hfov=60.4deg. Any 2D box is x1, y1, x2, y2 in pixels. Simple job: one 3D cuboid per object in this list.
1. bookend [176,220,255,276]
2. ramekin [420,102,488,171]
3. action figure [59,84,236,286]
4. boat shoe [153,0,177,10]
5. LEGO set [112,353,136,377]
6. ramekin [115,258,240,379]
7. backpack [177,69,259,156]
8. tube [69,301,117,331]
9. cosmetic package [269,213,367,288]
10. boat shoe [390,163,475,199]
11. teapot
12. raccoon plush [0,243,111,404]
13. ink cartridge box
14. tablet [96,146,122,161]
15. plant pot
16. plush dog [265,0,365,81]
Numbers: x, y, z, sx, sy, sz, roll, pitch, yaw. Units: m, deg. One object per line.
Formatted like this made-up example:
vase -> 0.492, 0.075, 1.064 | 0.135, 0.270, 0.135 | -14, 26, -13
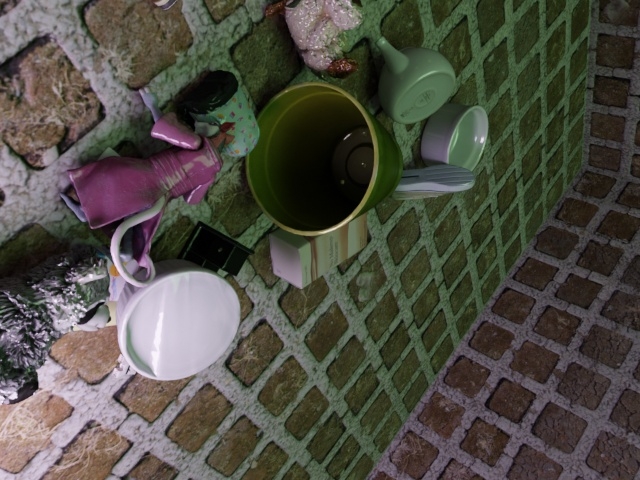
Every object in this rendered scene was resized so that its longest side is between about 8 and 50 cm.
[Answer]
bookend -> -0.269, 0.055, 1.352 | 0.157, 0.156, 0.072 | -60, 143, -4
ramekin -> 0.493, -0.375, 2.041 | 0.277, 0.135, 0.277 | -29, 131, -39
action figure -> -0.314, -0.135, 1.102 | 0.370, 0.276, 0.248 | -36, 134, -13
boat shoe -> -0.245, -0.537, 1.102 | 0.223, 0.080, 0.073 | -59, 138, -15
LEGO set -> -0.411, 0.247, 1.350 | 0.093, 0.087, 0.227 | 17, 98, -53
ramekin -> -0.328, 0.165, 1.231 | 0.273, 0.127, 0.272 | -17, 120, -31
backpack -> -0.220, -0.275, 1.256 | 0.152, 0.115, 0.181 | -48, 143, -24
tube -> -0.501, 0.163, 1.220 | 0.240, 0.062, 0.069 | 2, 68, -46
cosmetic package -> 0.000, 0.000, 1.667 | 0.296, 0.129, 0.153 | -32, 134, -35
boat shoe -> 0.388, -0.201, 1.943 | 0.094, 0.303, 0.109 | 84, 6, -55
teapot -> 0.274, -0.494, 1.680 | 0.253, 0.187, 0.256 | -18, 153, -22
raccoon plush -> -0.575, 0.093, 0.942 | 0.299, 0.216, 0.446 | -59, 143, -3
ink cartridge box -> -0.455, 0.075, 1.217 | 0.181, 0.062, 0.104 | 10, 103, -53
tablet -> -0.447, -0.147, 1.144 | 0.083, 0.006, 0.054 | -56, 142, -12
plant pot -> 0.054, -0.208, 1.468 | 0.353, 0.367, 0.366 | -10, 118, -60
plush dog -> 0.000, -0.495, 1.340 | 0.211, 0.262, 0.225 | -22, 124, 1
